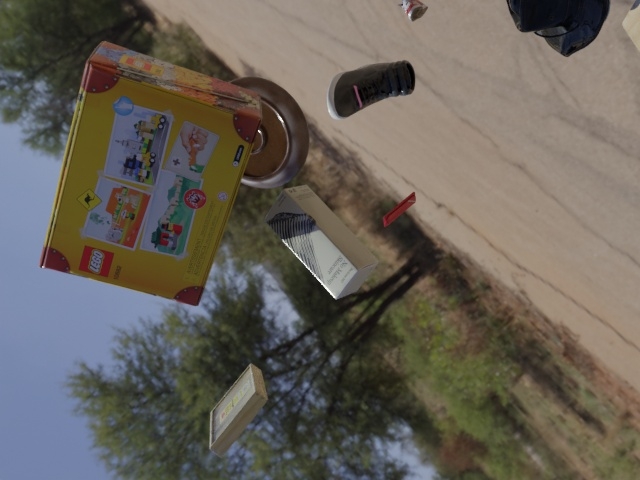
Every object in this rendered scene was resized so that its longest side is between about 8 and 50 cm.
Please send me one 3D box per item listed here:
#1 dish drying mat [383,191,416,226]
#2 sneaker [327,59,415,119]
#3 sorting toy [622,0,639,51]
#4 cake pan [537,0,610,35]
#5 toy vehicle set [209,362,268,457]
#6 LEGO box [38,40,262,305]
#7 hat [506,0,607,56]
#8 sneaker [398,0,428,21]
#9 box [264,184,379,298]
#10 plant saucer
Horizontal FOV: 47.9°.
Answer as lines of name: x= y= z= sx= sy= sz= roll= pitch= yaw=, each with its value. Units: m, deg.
dish drying mat: x=0.152 y=-0.059 z=1.381 sx=0.008 sy=0.083 sz=0.032 roll=39 pitch=158 yaw=28
sneaker: x=0.134 y=-0.379 z=1.771 sx=0.147 sy=0.296 sz=0.104 roll=0 pitch=116 yaw=35
sorting toy: x=0.897 y=-0.520 z=1.807 sx=0.255 sy=0.089 sz=0.257 roll=62 pitch=-178 yaw=12
cake pan: x=0.599 y=-0.632 z=1.858 sx=0.293 sy=0.054 sz=0.293 roll=39 pitch=163 yaw=14
toy vehicle set: x=-0.200 y=0.400 z=1.735 sx=0.035 sy=0.166 sz=0.267 roll=40 pitch=179 yaw=-9
LEGO box: x=-0.386 y=-0.138 z=1.645 sx=0.373 sy=0.500 sz=0.193 roll=17 pitch=-156 yaw=-14
hat: x=0.461 y=-0.532 z=1.516 sx=0.331 sy=0.134 sz=0.331 roll=167 pitch=90 yaw=-86
sneaker: x=0.213 y=-0.562 z=1.726 sx=0.067 sy=0.042 sz=0.118 roll=39 pitch=-152 yaw=4
box: x=0.000 y=0.000 z=1.714 sx=0.275 sy=0.113 sz=0.094 roll=46 pitch=-147 yaw=20
plant saucer: x=-0.180 y=-0.280 z=1.933 sx=0.310 sy=0.310 sz=0.050 roll=48 pitch=-149 yaw=-3
